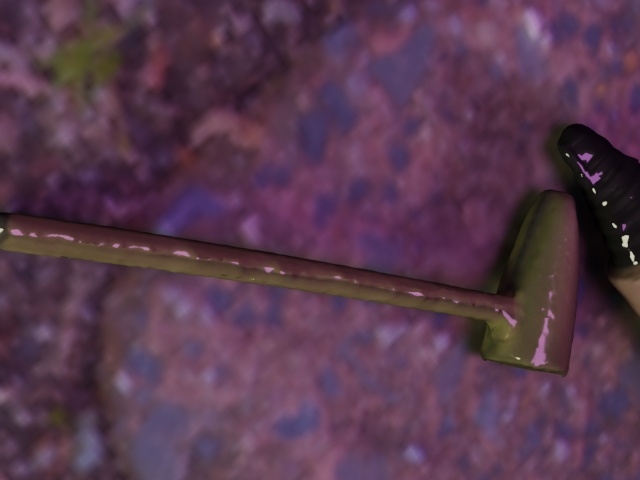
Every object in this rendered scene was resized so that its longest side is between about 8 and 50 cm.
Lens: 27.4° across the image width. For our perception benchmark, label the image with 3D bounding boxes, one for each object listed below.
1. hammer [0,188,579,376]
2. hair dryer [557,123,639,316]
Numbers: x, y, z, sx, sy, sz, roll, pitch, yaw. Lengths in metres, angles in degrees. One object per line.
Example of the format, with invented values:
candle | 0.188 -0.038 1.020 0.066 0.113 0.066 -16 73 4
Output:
hammer | 0.000 0.000 0.383 0.195 0.028 0.060 10 87 -31
hair dryer | 0.209 0.074 0.468 0.344 0.107 0.189 46 48 -11
